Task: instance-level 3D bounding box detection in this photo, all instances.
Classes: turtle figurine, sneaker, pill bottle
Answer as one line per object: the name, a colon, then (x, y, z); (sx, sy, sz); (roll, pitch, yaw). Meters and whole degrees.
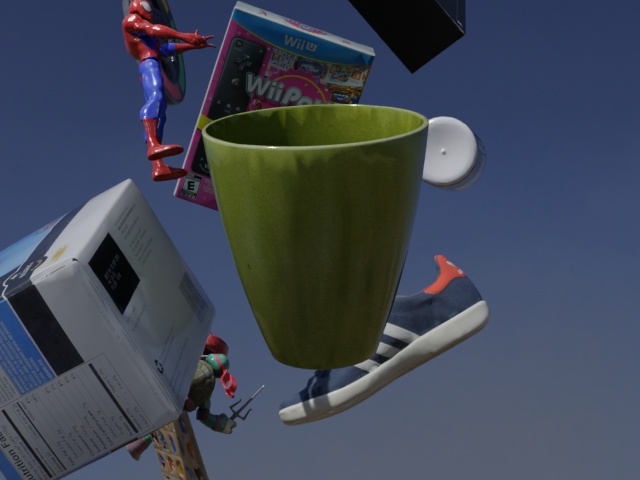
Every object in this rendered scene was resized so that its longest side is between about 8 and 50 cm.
turtle figurine: (-0.217, 0.234, 1.999); (0.234, 0.175, 0.118); (-30, -23, -9)
sneaker: (0.074, 0.144, 1.906); (0.350, 0.148, 0.131); (-30, -10, -2)
pill bottle: (0.246, -0.160, 2.435); (0.130, 0.131, 0.245); (-4, -2, 12)

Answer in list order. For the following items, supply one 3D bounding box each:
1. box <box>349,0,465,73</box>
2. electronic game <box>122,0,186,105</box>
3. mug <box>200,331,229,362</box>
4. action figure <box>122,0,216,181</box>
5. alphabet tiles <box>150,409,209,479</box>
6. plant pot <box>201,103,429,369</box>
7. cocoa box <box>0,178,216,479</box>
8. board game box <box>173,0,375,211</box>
box: (0.115, -0.378, 1.820); (0.103, 0.261, 0.184); (-38, -70, 24)
electronic game: (-0.260, -0.326, 2.037); (0.048, 0.229, 0.229); (-14, -23, 8)
mug: (-0.226, 0.185, 2.177); (0.113, 0.150, 0.169); (-44, -36, -5)
action figure: (-0.195, -0.226, 1.754); (0.139, 0.280, 0.091); (-13, -27, -9)
alphabet tiles: (-0.209, 0.315, 1.877); (0.009, 0.237, 0.198); (-20, 7, -25)
plant pot: (0.000, 0.000, 1.581); (0.274, 0.294, 0.275); (-2, 15, 1)
cocoa box: (-0.300, 0.109, 1.588); (0.228, 0.231, 0.347); (-29, 14, 11)
board game box: (-0.072, -0.180, 1.940); (0.224, 0.303, 0.097); (18, 15, -4)
